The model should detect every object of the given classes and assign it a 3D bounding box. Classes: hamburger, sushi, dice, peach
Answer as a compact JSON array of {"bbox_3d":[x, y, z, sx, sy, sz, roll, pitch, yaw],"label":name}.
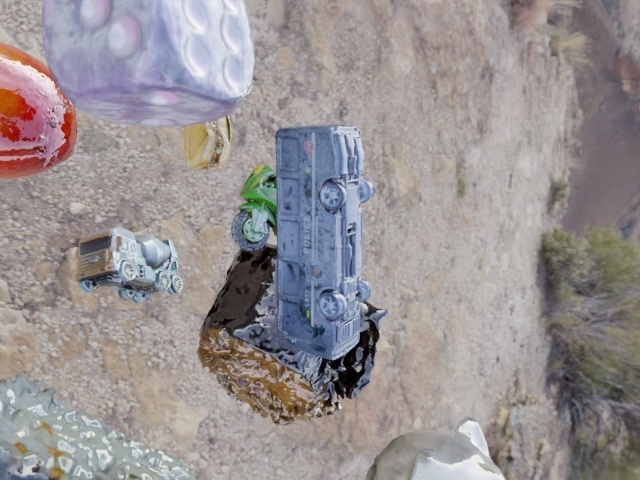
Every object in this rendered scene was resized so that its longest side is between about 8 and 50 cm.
[{"bbox_3d":[-0.349,-0.317,1.537,0.108,0.214,0.213,-8,102,-35],"label":"hamburger"},{"bbox_3d":[-0.169,0.200,0.348,0.126,0.136,0.225,-45,119,-14],"label":"sushi"},{"bbox_3d":[-0.299,-0.361,0.910,0.270,0.272,0.269,-3,90,-65],"label":"dice"},{"bbox_3d":[-0.784,-0.301,1.216,0.370,0.370,0.369,-11,104,-49],"label":"peach"},{"bbox_3d":[-0.036,0.151,0.729,0.348,0.235,0.207,75,32,-59],"label":"sushi"}]

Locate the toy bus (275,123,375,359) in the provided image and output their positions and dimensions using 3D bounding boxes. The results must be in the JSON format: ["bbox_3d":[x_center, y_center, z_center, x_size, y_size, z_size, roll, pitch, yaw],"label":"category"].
[{"bbox_3d":[0.000,0.000,0.368,0.047,0.065,0.165,-18,112,-56],"label":"toy bus"}]

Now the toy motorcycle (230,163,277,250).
[{"bbox_3d":[-0.036,-0.052,0.657,0.190,0.074,0.106,-16,95,-34],"label":"toy motorcycle"}]

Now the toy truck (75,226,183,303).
[{"bbox_3d":[-0.383,0.044,1.048,0.257,0.108,0.140,39,39,-67],"label":"toy truck"}]

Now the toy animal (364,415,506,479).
[{"bbox_3d":[0.086,0.276,0.369,0.308,0.266,0.187,8,110,-49],"label":"toy animal"}]
